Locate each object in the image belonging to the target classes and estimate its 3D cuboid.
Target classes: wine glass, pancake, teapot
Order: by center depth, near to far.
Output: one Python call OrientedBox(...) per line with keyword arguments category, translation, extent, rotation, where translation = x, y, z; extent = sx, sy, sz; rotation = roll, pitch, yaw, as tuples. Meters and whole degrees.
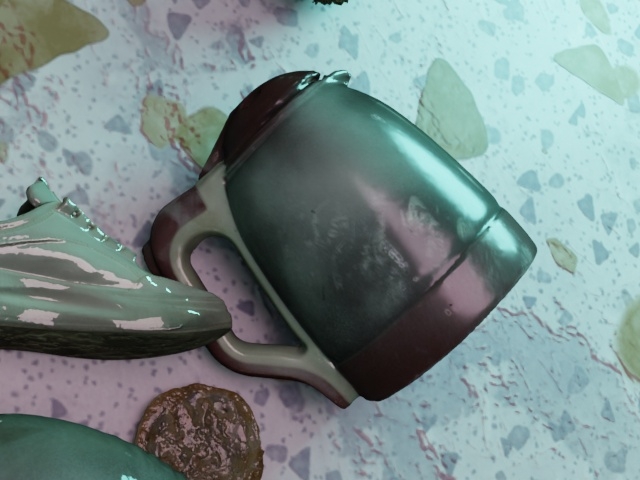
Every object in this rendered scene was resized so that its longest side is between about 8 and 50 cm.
OrientedBox(category="wine glass", translation=(-0.278, 0.211, 0.981), extent=(0.357, 0.190, 0.190), rotation=(30, 63, -11))
OrientedBox(category="pancake", translation=(-0.119, 0.205, 1.154), extent=(0.139, 0.022, 0.139), rotation=(8, 72, -25))
OrientedBox(category="teapot", translation=(0.000, 0.000, 1.189), extent=(0.315, 0.233, 0.312), rotation=(-43, 90, -3))

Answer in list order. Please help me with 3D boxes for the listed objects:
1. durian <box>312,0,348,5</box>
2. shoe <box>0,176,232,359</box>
OrientedBox(category="durian", translation=(0.020, -0.352, 1.321), extent=(0.196, 0.167, 0.196), rotation=(11, 74, -42))
OrientedBox(category="shoe", translation=(-0.239, 0.021, 1.094), extent=(0.316, 0.124, 0.159), rotation=(5, 70, -24))
